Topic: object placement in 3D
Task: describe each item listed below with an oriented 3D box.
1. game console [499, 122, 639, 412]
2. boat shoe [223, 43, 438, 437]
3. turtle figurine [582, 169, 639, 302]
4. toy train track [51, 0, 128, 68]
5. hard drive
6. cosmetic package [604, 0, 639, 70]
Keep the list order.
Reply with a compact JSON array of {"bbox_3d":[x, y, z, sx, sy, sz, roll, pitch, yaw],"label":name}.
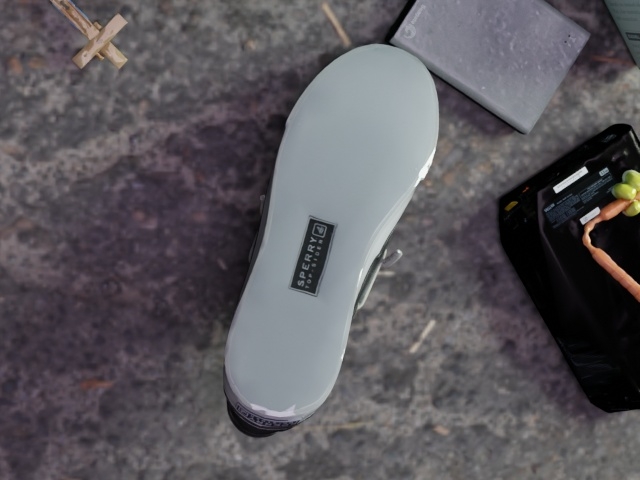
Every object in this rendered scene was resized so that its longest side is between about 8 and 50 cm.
[{"bbox_3d":[0.331,-0.029,1.291,0.361,0.044,0.213,-32,106,-7],"label":"game console"},{"bbox_3d":[0.004,0.002,1.182,0.113,0.105,0.306,16,70,-5],"label":"boat shoe"},{"bbox_3d":[0.341,-0.024,1.226,0.270,0.087,0.217,22,86,-8],"label":"turtle figurine"},{"bbox_3d":[-0.173,-0.158,1.164,0.048,0.014,0.083,-44,100,3],"label":"toy train track"},{"bbox_3d":[0.129,-0.157,1.231,0.135,0.022,0.094,32,90,-16],"label":"hard drive"},{"bbox_3d":[0.306,-0.274,1.196,0.224,0.138,0.224,-32,106,-7],"label":"cosmetic package"}]
